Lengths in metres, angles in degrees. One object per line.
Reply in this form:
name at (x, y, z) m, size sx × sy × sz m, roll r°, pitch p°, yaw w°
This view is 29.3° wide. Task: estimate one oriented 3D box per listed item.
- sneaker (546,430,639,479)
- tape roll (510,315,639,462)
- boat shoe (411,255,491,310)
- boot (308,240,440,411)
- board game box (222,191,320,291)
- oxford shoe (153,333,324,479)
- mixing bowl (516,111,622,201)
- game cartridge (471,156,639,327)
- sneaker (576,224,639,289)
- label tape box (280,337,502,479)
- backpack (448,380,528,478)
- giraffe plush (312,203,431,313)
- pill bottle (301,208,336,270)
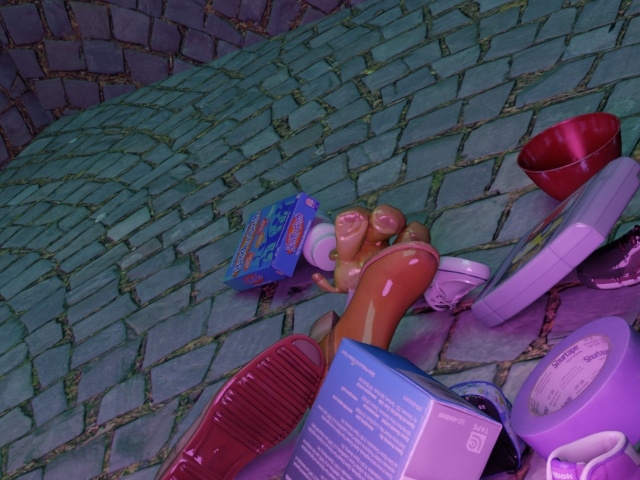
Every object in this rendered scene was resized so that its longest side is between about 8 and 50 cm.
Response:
sneaker at (0.245, 0.313, 1.266) m, size 0.102 × 0.161 × 0.282 m, roll 3°, pitch 39°, yaw 49°
tape roll at (0.323, 0.186, 1.466) m, size 0.189 × 0.080 × 0.189 m, roll -44°, pitch 12°, yaw 12°
boat shoe at (0.197, 0.074, 1.906) m, size 0.226 × 0.083 × 0.075 m, roll 161°, pitch 123°, yaw -73°
boot at (0.075, 0.146, 1.804) m, size 0.283 × 0.109 × 0.220 m, roll -38°, pitch 28°, yaw 24°
board game box at (-0.095, 0.006, 2.310) m, size 0.210 × 0.047 × 0.160 m, roll -20°, pitch 45°, yaw 58°
oxford shoe at (-0.135, 0.269, 1.787) m, size 0.348 × 0.123 × 0.130 m, roll -47°, pitch 14°, yaw -10°
mixing bowl at (0.431, -0.127, 2.051) m, size 0.181 × 0.098 × 0.181 m, roll -24°, pitch 24°, yaw 11°
game cartridge at (0.333, 0.012, 1.766) m, size 0.196 × 0.060 × 0.294 m, roll -53°, pitch 3°, yaw -39°
sneaker at (0.479, -0.043, 1.735) m, size 0.281 × 0.162 × 0.106 m, roll -20°, pitch 24°, yaw 18°
label tape box at (0.052, 0.321, 1.481) m, size 0.249 × 0.115 × 0.347 m, roll 29°, pitch 98°, yaw 63°
backpack at (0.198, 0.234, 1.540) m, size 0.105 × 0.114 × 0.084 m, roll -19°, pitch 12°, yaw 26°
giraffe plush at (0.088, 0.022, 2.103) m, size 0.210 × 0.181 × 0.170 m, roll -59°, pitch 4°, yaw 17°
pill bottle at (0.000, 0.000, 2.296) m, size 0.087 × 0.087 × 0.160 m, roll -30°, pitch 23°, yaw -3°
